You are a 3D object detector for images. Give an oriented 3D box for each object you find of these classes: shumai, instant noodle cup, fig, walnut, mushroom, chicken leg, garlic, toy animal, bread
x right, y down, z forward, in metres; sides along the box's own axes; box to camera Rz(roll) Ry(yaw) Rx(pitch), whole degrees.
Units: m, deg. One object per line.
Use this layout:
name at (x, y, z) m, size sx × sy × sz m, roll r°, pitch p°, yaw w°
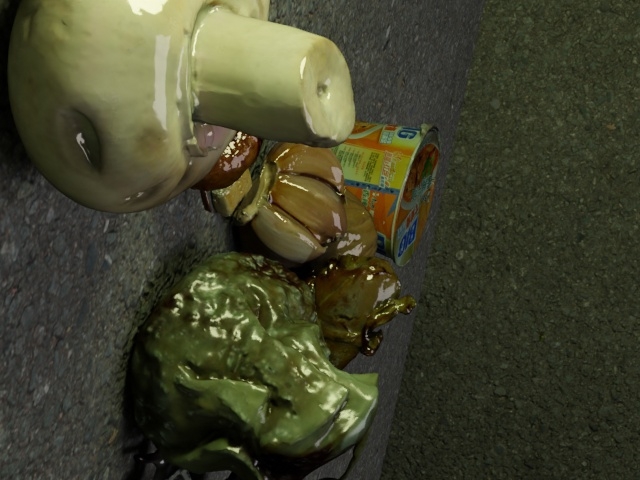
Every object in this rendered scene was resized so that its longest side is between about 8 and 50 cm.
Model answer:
shumai at (-0.068, 0.225, 1.742) m, size 0.395 × 0.348 × 0.395 m, roll -29°, pitch 130°, yaw -41°
instant noodle cup at (0.098, -0.111, 2.313) m, size 0.296 × 0.214 × 0.296 m, roll 15°, pitch 90°, yaw -74°
fig at (-0.158, -0.125, 1.648) m, size 0.146 × 0.134 × 0.201 m, roll -38°, pitch 171°, yaw -19°
walnut at (0.010, 0.007, 2.118) m, size 0.141 × 0.204 × 0.238 m, roll 166°, pitch -61°, yaw -82°
mushroom at (-0.166, -0.210, 1.224) m, size 0.353 × 0.353 × 0.325 m, roll -29°, pitch 101°, yaw -68°
chicken leg at (0.000, 0.158, 2.007) m, size 0.140 × 0.211 × 0.361 m, roll 11°, pitch 129°, yaw -42°
garlic at (-0.052, -0.059, 1.971) m, size 0.160 × 0.191 × 0.214 m, roll -27°, pitch -141°, yaw 53°
toy animal at (-0.252, 0.453, 1.873) m, size 0.195 × 0.090 × 0.324 m, roll -34°, pitch 138°, yaw -62°
bread at (-0.143, -0.084, 1.852) m, size 0.083 × 0.035 × 0.070 m, roll -60°, pitch 159°, yaw -25°

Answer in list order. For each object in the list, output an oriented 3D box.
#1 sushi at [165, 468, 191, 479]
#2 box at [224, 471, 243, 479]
sushi at (-0.259, 0.459, 1.780) m, size 0.201 × 0.031 × 0.139 m, roll -35°, pitch 129°, yaw -30°
box at (-0.166, 0.480, 1.956) m, size 0.211 × 0.058 × 0.350 m, roll -61°, pitch 180°, yaw 32°
